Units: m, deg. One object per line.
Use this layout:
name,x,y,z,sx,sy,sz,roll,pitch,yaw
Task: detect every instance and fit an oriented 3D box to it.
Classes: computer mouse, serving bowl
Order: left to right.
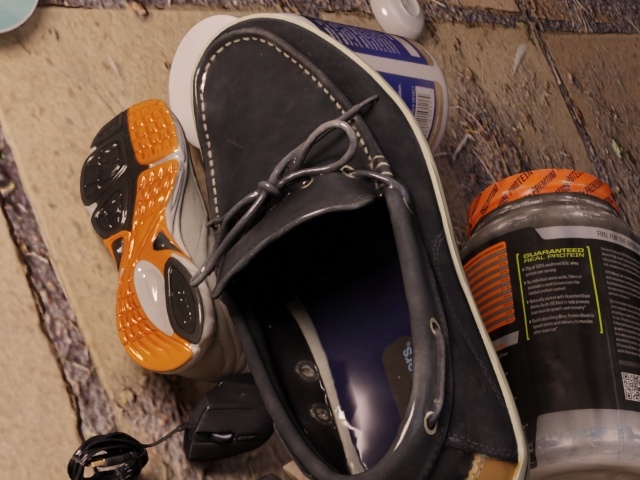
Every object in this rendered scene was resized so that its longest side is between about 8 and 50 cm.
computer mouse,-0.104,0.158,1.142,0.041,0.071,0.242,37,29,26
serving bowl,0.096,-0.274,1.713,0.083,0.027,0.083,28,48,-35

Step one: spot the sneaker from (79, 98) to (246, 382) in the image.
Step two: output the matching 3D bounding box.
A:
sneaker,-0.126,0.006,1.224,0.121,0.099,0.262,41,33,-57

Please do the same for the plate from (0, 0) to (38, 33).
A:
plate,-0.317,-0.250,1.211,0.188,0.024,0.188,28,47,-35

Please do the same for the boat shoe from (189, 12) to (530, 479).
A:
boat shoe,0.000,0.000,1.090,0.156,0.187,0.500,28,32,-49

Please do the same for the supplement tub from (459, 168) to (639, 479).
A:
supplement tub,0.246,0.109,1.477,0.207,0.207,0.338,26,49,-37

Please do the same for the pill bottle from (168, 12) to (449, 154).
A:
pill bottle,-0.009,-0.137,1.389,0.264,0.153,0.153,3,64,-49

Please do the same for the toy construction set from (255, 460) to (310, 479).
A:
toy construction set,0.038,0.296,1.134,0.257,0.237,0.309,21,51,17
